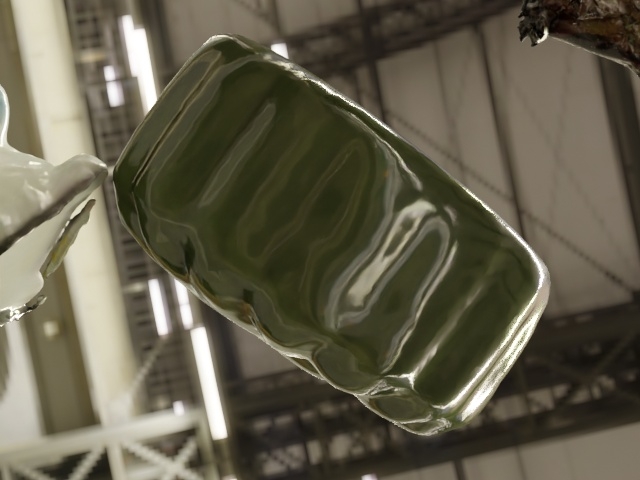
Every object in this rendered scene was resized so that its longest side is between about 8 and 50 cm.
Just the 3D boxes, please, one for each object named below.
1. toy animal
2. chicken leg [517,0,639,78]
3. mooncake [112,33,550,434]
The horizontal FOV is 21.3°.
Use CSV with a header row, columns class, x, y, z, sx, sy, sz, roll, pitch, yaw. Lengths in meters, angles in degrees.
class,x,y,z,sx,sy,sz,roll,pitch,yaw
toy animal,-0.329,-0.047,1.377,0.289,0.174,0.249,31,-52,24
chicken leg,0.245,-0.177,1.375,0.105,0.234,0.063,-64,178,0
mooncake,0.000,0.000,1.328,0.351,0.187,0.351,39,-1,1
